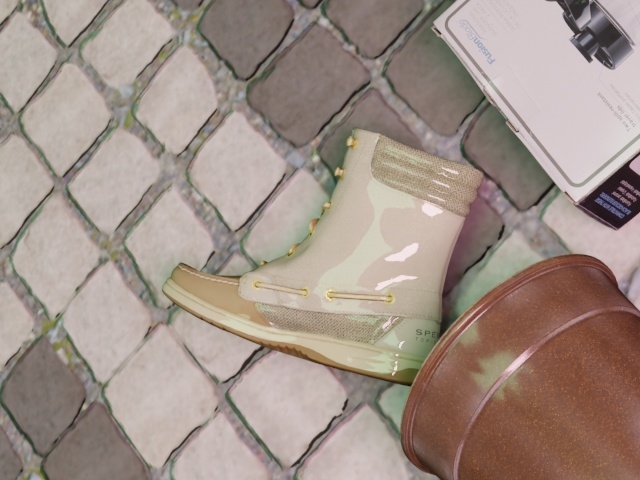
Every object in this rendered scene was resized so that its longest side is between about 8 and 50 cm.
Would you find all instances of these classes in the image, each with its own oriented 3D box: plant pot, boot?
[{"bbox_3d":[0.160,0.121,0.760,0.167,0.167,0.165,-53,52,10],"label":"plant pot"},{"bbox_3d":[0.000,0.000,0.945,0.213,0.077,0.165,15,87,27],"label":"boot"}]

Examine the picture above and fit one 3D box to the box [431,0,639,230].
[{"bbox_3d":[0.233,-0.165,0.839,0.290,0.087,0.169,-43,62,15],"label":"box"}]
